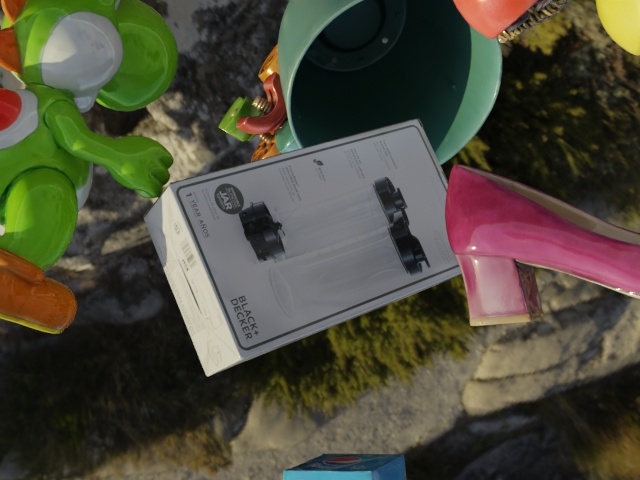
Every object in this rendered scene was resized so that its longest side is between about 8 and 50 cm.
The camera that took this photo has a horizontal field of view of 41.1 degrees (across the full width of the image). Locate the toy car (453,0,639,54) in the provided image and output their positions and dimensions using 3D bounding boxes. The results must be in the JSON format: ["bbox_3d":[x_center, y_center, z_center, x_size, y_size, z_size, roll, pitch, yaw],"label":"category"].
[{"bbox_3d":[0.132,-0.206,0.524,0.053,0.239,0.225,-42,125,-16],"label":"toy car"}]

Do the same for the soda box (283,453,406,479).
[{"bbox_3d":[0.026,0.262,0.604,0.071,0.210,0.067,-7,175,26],"label":"soda box"}]

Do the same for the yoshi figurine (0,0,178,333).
[{"bbox_3d":[-0.232,-0.101,0.822,0.203,0.203,0.363,17,85,-4],"label":"yoshi figurine"}]

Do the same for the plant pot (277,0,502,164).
[{"bbox_3d":[0.070,-0.264,1.196,0.292,0.235,0.293,-10,131,-11],"label":"plant pot"}]

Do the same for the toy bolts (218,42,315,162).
[{"bbox_3d":[-0.037,-0.202,1.365,0.158,0.228,0.218,34,93,-17],"label":"toy bolts"}]

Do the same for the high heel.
[{"bbox_3d":[0.203,-0.015,0.565,0.244,0.117,0.082,-11,176,30],"label":"high heel"}]

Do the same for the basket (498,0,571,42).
[{"bbox_3d":[0.324,-0.519,1.463,0.223,0.213,0.299,-42,99,-31],"label":"basket"}]

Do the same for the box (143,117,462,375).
[{"bbox_3d":[0.000,0.000,0.822,0.289,0.169,0.087,-20,171,-31],"label":"box"}]
